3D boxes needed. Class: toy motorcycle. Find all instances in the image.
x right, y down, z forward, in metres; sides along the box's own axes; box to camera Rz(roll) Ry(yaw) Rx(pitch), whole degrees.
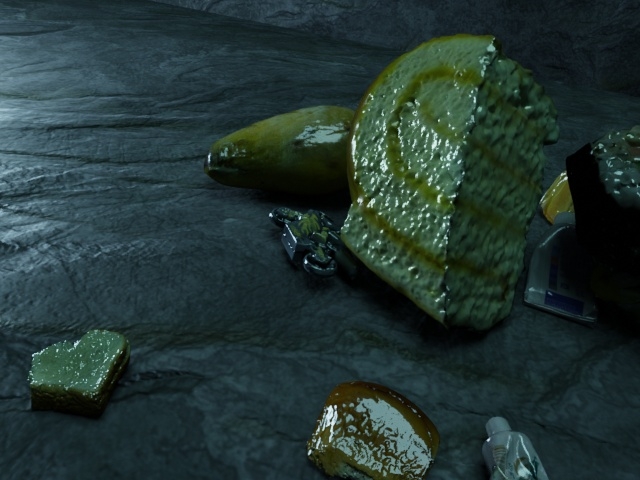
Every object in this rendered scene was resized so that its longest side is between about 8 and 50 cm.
[{"bbox_3d":[0.000,0.000,0.824,0.124,0.061,0.193,-1,33,-30],"label":"toy motorcycle"}]

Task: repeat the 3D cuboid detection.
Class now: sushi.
[{"bbox_3d":[0.552,-0.005,0.794,0.329,0.285,0.327,3,33,15],"label":"sushi"}]

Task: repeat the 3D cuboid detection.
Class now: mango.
[{"bbox_3d":[-0.053,-0.164,0.993,0.330,0.175,0.176,-10,-1,4],"label":"mango"}]

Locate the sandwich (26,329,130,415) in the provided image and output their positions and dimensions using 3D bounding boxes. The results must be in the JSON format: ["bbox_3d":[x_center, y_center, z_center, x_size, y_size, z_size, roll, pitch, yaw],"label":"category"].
[{"bbox_3d":[-0.258,0.136,0.551,0.093,0.035,0.104,11,31,3],"label":"sandwich"}]

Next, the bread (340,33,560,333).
[{"bbox_3d":[0.167,-0.077,0.783,0.264,0.394,0.239,11,-7,44],"label":"bread"}]

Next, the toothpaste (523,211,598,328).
[{"bbox_3d":[0.424,0.038,0.890,0.099,0.068,0.282,-8,31,33],"label":"toothpaste"}]

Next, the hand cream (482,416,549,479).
[{"bbox_3d":[0.185,0.267,0.458,0.084,0.050,0.256,14,34,1],"label":"hand cream"}]

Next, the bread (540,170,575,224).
[{"bbox_3d":[0.619,-0.068,1.050,0.289,0.119,0.152,4,35,-7],"label":"bread"}]

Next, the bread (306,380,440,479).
[{"bbox_3d":[0.059,0.199,0.533,0.129,0.044,0.126,23,35,14],"label":"bread"}]
